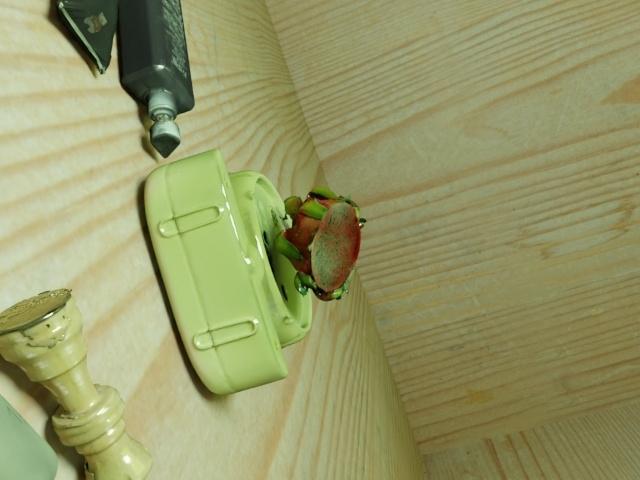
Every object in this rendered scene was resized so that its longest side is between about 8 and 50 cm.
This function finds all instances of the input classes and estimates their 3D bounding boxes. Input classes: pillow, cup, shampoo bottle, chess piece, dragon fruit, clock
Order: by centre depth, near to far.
[{"bbox_3d":[-0.196,0.111,0.317,0.054,0.075,0.083,-51,137,-34],"label":"cup"},{"bbox_3d":[-0.169,0.121,0.412,0.060,0.060,0.171,-84,158,-68],"label":"chess piece"},{"bbox_3d":[-0.259,-0.271,0.637,0.090,0.048,0.150,44,32,-55],"label":"pillow"},{"bbox_3d":[0.000,0.000,0.753,0.175,0.142,0.138,34,-57,53],"label":"dragon fruit"},{"bbox_3d":[-0.219,-0.257,0.766,0.098,0.071,0.309,56,18,-64],"label":"shampoo bottle"},{"bbox_3d":[-0.101,0.031,0.790,0.348,0.117,0.286,-23,96,-81],"label":"clock"}]
